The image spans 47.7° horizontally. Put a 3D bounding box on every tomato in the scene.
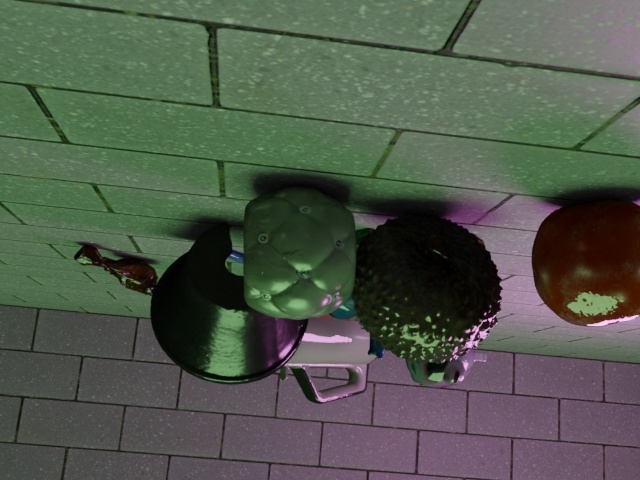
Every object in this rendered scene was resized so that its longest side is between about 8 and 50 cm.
[{"bbox_3d":[0.462,0.034,1.220,0.232,0.231,0.188,-9,140,45],"label":"tomato"}]

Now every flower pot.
[{"bbox_3d":[-0.197,0.121,1.646,0.380,0.379,0.251,7,150,-10],"label":"flower pot"},{"bbox_3d":[-0.038,0.023,1.297,0.195,0.245,0.246,1,167,-4],"label":"flower pot"}]

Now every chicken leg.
[{"bbox_3d":[-0.570,0.077,2.050,0.113,0.093,0.304,18,171,33],"label":"chicken leg"}]

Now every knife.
[{"bbox_3d":[-0.179,0.061,1.973,0.044,0.026,0.297,-7,160,31],"label":"knife"}]

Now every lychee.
[{"bbox_3d":[0.195,0.090,1.384,0.300,0.299,0.300,5,167,1],"label":"lychee"}]

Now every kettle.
[{"bbox_3d":[0.009,0.321,2.242,0.377,0.360,0.250,13,161,-41],"label":"kettle"}]

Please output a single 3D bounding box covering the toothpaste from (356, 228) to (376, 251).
[{"bbox_3d":[0.066,0.006,1.616,0.043,0.037,0.179,12,165,-36],"label":"toothpaste"}]

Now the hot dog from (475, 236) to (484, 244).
[{"bbox_3d":[0.327,0.006,1.555,0.037,0.021,0.083,-5,165,32],"label":"hot dog"}]

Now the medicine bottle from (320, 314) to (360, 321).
[{"bbox_3d":[0.081,0.154,2.018,0.247,0.147,0.147,5,167,-1],"label":"medicine bottle"}]

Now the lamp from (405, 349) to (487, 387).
[{"bbox_3d":[0.351,0.266,2.044,0.248,0.300,0.247,10,166,-22],"label":"lamp"}]

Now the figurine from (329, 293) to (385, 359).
[{"bbox_3d":[0.168,0.148,1.701,0.417,0.297,0.242,0,131,-21],"label":"figurine"}]
